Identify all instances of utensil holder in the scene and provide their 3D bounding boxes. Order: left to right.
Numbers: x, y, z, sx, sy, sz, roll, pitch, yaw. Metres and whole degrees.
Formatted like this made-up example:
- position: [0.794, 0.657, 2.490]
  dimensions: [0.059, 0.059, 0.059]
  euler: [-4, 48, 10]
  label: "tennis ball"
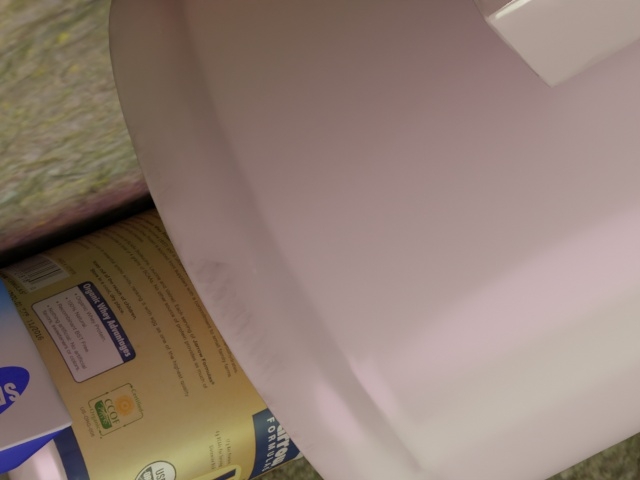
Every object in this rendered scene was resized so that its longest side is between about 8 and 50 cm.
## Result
- position: [0.148, -0.080, 0.799]
  dimensions: [0.385, 0.327, 0.327]
  euler: [-28, 170, 13]
  label: "utensil holder"

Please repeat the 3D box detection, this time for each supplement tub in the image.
- position: [-0.125, 0.094, 1.271]
  dimensions: [0.316, 0.228, 0.228]
  euler: [-23, 168, -25]
  label: "supplement tub"

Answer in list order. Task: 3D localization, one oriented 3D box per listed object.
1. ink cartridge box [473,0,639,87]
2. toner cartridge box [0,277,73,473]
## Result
- position: [0.058, -0.167, 0.586]
  dimensions: [0.086, 0.203, 0.148]
  euler: [-30, 169, 13]
  label: "ink cartridge box"
- position: [-0.324, 0.095, 0.949]
  dimensions: [0.348, 0.165, 0.075]
  euler: [-17, 164, -48]
  label: "toner cartridge box"
